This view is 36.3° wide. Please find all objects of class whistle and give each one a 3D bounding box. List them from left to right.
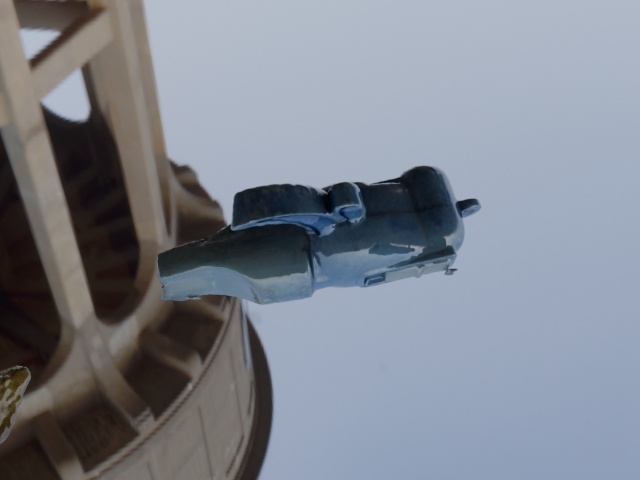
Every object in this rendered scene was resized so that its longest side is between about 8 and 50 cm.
[{"bbox_3d":[0.000,0.000,0.791,0.269,0.180,0.093,-10,-109,-5],"label":"whistle"}]

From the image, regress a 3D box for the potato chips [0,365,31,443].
[{"bbox_3d":[-0.343,0.156,0.581,0.057,0.080,0.407,-6,-177,33],"label":"potato chips"}]
